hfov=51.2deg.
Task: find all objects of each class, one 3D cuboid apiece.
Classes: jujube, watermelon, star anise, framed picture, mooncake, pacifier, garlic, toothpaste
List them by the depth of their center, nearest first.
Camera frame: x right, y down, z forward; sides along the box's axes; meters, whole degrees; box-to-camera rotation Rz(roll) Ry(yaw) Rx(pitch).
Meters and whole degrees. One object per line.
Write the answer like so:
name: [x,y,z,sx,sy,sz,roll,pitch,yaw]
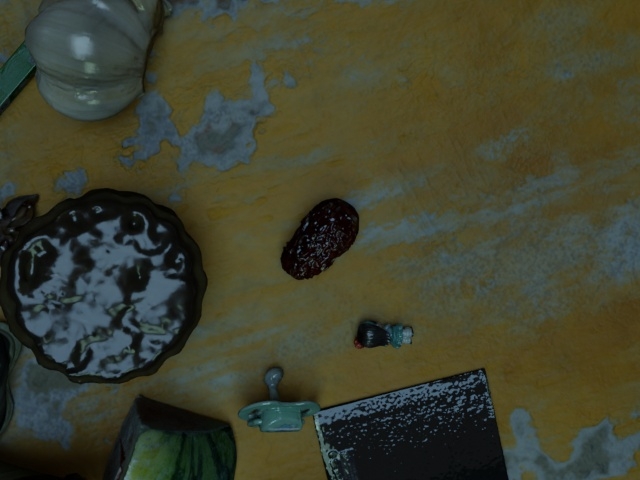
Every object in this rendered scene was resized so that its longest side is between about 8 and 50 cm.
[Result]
garlic: [-0.379,-0.337,1.088,0.203,0.185,0.281,16,92,3]
mooncake: [-0.344,0.072,1.089,0.324,0.187,0.323,0,91,-17]
star anise: [-0.609,0.017,1.152,0.227,0.218,0.148,-6,132,20]
toothpaste: [-0.534,-0.279,1.154,0.043,0.037,0.178,41,90,-9]
jujube: [0.002,0.002,1.182,0.104,0.104,0.166,35,95,-5]
watermelon: [-0.283,0.409,1.182,0.262,0.201,0.212,17,93,-46]
pacifier: [-0.079,0.289,1.205,0.150,0.126,0.116,1,57,-20]
framed picture: [0.175,0.403,1.261,0.339,0.014,0.255,-14,94,-4]

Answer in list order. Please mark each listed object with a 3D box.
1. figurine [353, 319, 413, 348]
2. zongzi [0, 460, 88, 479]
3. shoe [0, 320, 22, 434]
figurine: [0.116,0.176,1.228,0.106,0.047,0.060,4,130,-11]
zongzi: [-0.503,0.393,1.069,0.289,0.154,0.317,-40,83,29]
shoe: [-0.586,0.253,1.148,0.099,0.112,0.227,12,91,-6]
